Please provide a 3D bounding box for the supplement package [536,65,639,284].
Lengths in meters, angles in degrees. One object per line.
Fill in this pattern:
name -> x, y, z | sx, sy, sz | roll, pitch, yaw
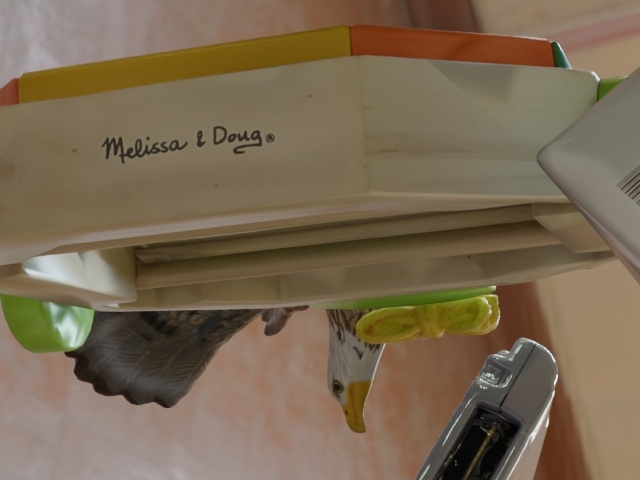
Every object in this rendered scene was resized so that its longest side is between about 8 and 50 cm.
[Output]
supplement package -> 0.187, 0.042, 0.366 | 0.244, 0.134, 0.139 | 48, 6, -18

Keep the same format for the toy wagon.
toy wagon -> 0.002, -0.003, 0.594 | 0.344, 0.267, 0.068 | 21, 64, -74

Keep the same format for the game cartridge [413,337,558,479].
game cartridge -> 0.064, 0.222, 1.024 | 0.294, 0.060, 0.196 | -55, 166, -28

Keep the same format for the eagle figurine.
eagle figurine -> -0.002, 0.011, 1.012 | 0.226, 0.298, 0.225 | 39, 64, -41
